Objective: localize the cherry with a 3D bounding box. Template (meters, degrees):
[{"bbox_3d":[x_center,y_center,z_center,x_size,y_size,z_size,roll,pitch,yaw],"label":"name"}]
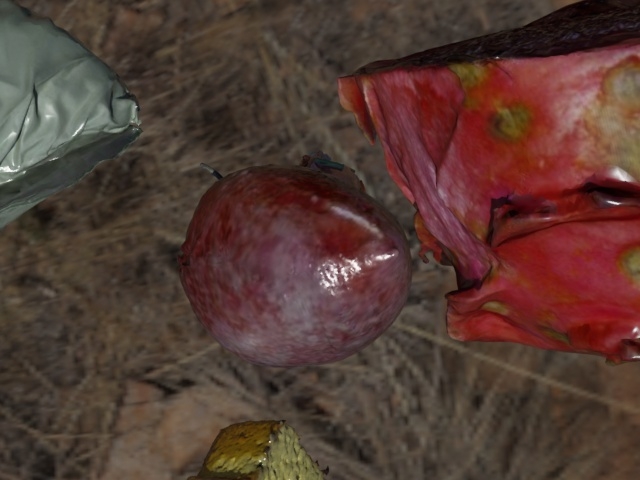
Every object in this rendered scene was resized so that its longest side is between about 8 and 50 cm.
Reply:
[{"bbox_3d":[-0.013,0.020,1.356,0.175,0.250,0.192,-41,111,-34],"label":"cherry"}]

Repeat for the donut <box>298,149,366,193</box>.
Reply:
[{"bbox_3d":[0.000,0.000,1.857,0.199,0.085,0.233,89,14,-51],"label":"donut"}]

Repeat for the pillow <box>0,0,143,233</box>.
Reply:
[{"bbox_3d":[-0.294,-0.083,0.978,0.283,0.310,0.138,-42,152,-26],"label":"pillow"}]

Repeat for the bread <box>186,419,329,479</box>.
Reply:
[{"bbox_3d":[-0.067,0.291,1.733,0.143,0.139,0.229,-63,143,-31],"label":"bread"}]

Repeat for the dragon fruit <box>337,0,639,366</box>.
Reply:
[{"bbox_3d":[0.209,-0.042,0.924,0.371,0.386,0.249,-26,106,-60],"label":"dragon fruit"}]
